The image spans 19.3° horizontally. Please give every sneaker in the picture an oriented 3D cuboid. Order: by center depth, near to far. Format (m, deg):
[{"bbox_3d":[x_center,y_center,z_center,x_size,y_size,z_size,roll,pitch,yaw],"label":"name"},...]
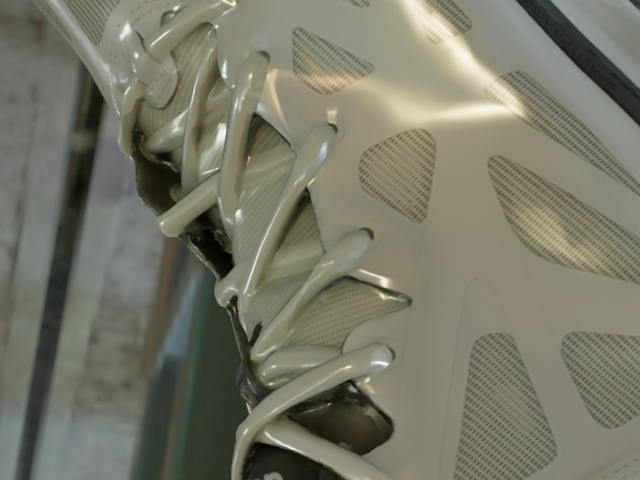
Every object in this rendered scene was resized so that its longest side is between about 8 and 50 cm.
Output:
[{"bbox_3d":[0.001,0.000,0.621,0.447,0.257,0.169,35,144,8],"label":"sneaker"}]
